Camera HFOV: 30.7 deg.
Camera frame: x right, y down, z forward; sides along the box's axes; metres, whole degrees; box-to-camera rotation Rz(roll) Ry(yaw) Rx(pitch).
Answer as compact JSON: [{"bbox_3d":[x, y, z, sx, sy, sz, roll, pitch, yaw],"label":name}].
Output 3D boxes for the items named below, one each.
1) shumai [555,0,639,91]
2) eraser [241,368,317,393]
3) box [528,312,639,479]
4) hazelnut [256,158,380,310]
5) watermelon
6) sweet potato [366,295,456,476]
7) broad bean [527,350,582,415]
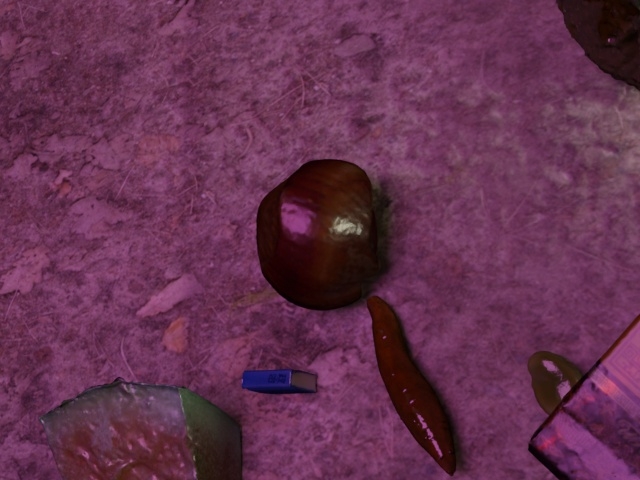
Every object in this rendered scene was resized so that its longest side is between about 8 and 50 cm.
[{"bbox_3d":[0.398,-0.309,1.328,0.218,0.256,0.189,-29,29,-6],"label":"shumai"},{"bbox_3d":[-0.056,0.192,1.582,0.085,0.063,0.027,-6,74,35],"label":"eraser"},{"bbox_3d":[0.436,0.145,1.167,0.264,0.116,0.415,43,107,22],"label":"box"},{"bbox_3d":[-0.005,-0.004,1.560,0.170,0.160,0.201,-126,32,-46],"label":"hazelnut"},{"bbox_3d":[-0.238,0.337,1.641,0.264,0.151,0.302,-17,85,28],"label":"watermelon"},{"bbox_3d":[0.109,0.182,1.473,0.057,0.057,0.264,-41,56,20],"label":"sweet potato"},{"bbox_3d":[0.276,0.167,1.363,0.063,0.045,0.083,-34,68,26],"label":"broad bean"}]
